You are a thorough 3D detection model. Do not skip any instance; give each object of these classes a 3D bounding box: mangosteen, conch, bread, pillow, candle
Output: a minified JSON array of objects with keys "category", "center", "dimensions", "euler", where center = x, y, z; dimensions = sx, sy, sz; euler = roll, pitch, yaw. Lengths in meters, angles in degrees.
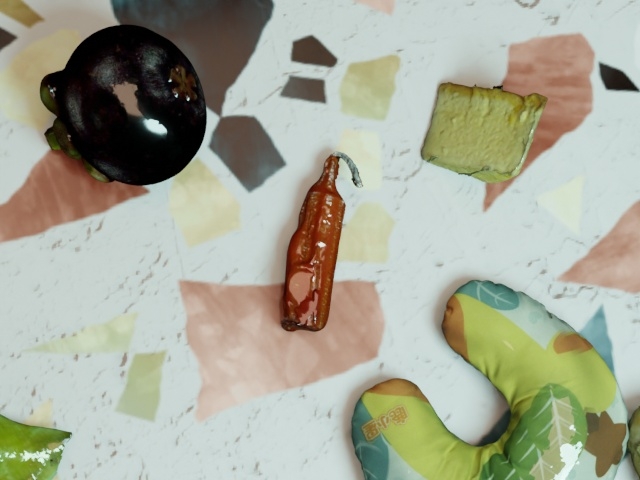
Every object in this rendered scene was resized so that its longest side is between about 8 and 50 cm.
[{"category":"mangosteen","center":[-0.171,-0.109,1.466],"dimensions":[0.151,0.137,0.137],"euler":[-17,83,27]},{"category":"conch","center":[-0.315,0.173,1.435],"dimensions":[0.201,0.079,0.095],"euler":[20,100,-11]},{"category":"bread","center":[0.139,-0.093,1.496],"dimensions":[0.080,0.109,0.084],"euler":[19,85,-6]},{"category":"pillow","center":[0.145,0.165,1.480],"dimensions":[0.214,0.086,0.233],"euler":[43,83,12]},{"category":"candle","center":[0.000,0.000,1.497],"dimensions":[0.053,0.048,0.162],"euler":[17,78,-33]}]

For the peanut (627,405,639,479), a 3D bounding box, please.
[{"category":"peanut","center":[0.337,0.214,1.484],"dimensions":[0.193,0.089,0.089],"euler":[40,81,2]}]
